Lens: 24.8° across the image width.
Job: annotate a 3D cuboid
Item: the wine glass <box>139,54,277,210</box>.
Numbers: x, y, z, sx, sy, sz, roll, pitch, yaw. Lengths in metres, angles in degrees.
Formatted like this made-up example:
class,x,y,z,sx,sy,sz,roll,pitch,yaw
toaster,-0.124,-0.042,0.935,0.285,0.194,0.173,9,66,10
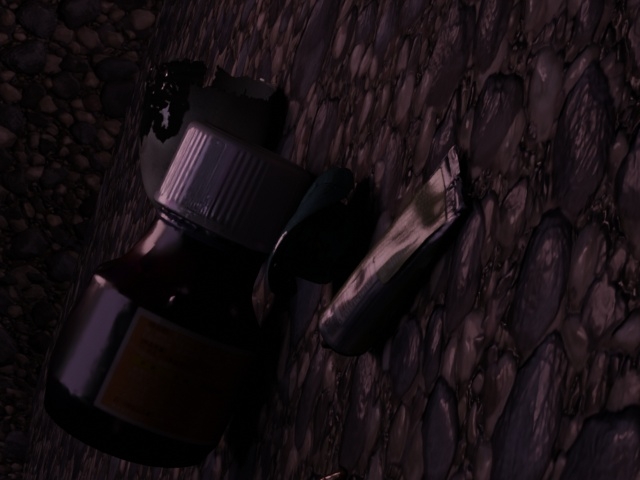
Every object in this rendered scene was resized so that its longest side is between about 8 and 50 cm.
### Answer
class,x,y,z,sx,sy,sz,roll,pitch,yaw
wine glass,-0.183,-0.089,2.079,0.190,0.190,0.357,-115,37,-68

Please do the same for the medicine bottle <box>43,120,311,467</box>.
class,x,y,z,sx,sy,sz,roll,pitch,yaw
medicine bottle,-0.162,0.060,1.760,0.395,0.242,0.242,-64,16,8

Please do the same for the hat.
class,x,y,z,sx,sy,sz,roll,pitch,yaw
hat,0.000,0.000,1.526,0.138,0.078,0.191,-60,1,22

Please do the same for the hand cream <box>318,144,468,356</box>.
class,x,y,z,sx,sy,sz,roll,pitch,yaw
hand cream,0.068,0.024,1.310,0.235,0.055,0.086,-55,26,35

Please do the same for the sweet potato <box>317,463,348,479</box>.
class,x,y,z,sx,sy,sz,roll,pitch,yaw
sweet potato,-0.018,0.259,1.379,0.195,0.056,0.056,127,154,-48
